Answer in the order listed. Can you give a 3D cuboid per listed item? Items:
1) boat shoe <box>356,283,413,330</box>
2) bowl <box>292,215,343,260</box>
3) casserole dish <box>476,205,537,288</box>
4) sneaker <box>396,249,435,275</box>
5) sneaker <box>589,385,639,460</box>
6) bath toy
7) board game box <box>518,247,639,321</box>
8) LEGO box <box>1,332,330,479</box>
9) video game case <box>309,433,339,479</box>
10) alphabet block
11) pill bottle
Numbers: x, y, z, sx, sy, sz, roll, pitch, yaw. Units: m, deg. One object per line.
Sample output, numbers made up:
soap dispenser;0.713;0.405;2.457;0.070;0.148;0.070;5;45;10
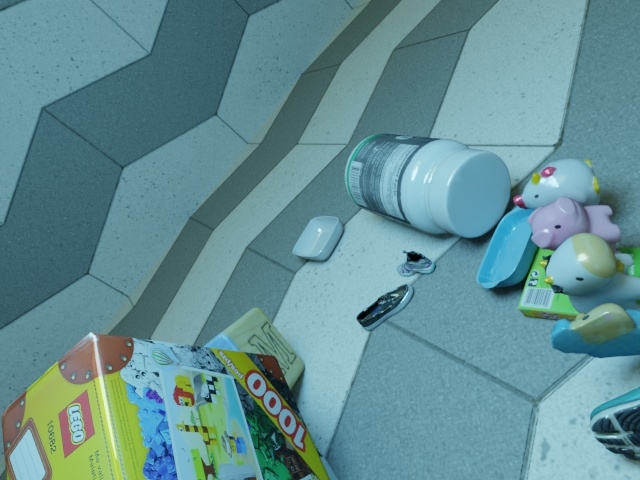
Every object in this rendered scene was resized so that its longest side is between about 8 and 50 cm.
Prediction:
boat shoe;0.139;0.141;1.002;0.142;0.040;0.049;-43;31;11
bowl;0.000;0.000;1.329;0.142;0.053;0.141;3;58;54
casserole dish;0.353;0.015;0.845;0.188;0.037;0.114;-61;10;-18
sneaker;0.195;0.044;1.011;0.098;0.069;0.038;-14;44;44
sneaker;0.452;0.171;0.539;0.275;0.107;0.110;-33;14;17
bath toy;0.372;0.002;0.683;0.129;0.151;0.348;-13;41;23
board game box;0.444;0.069;0.697;0.260;0.039;0.124;-3;53;54
LEGO box;-0.135;0.393;0.575;0.193;0.373;0.500;-40;58;15
video game case;-0.139;0.423;0.879;0.270;0.244;0.061;-39;-12;16
alphabet block;-0.181;0.295;1.025;0.192;0.193;0.197;-38;-1;17
pill bottle;0.225;-0.130;1.038;0.204;0.204;0.361;-52;31;-5
